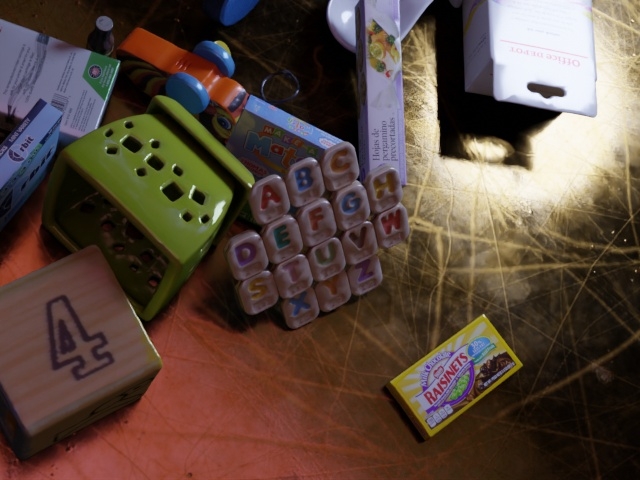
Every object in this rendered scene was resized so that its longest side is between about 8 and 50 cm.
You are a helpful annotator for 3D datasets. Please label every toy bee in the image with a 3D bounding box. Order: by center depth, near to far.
[{"bbox_3d":[-0.177,-0.211,1.719,0.195,0.162,0.298,-35,57,-20],"label":"toy bee"}]

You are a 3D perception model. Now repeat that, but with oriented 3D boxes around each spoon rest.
[{"bbox_3d":[0.134,-0.403,1.913,0.276,0.084,0.137,-26,79,-25],"label":"spoon rest"}]

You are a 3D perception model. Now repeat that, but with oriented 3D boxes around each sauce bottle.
[{"bbox_3d":[-0.336,-0.298,1.698,0.042,0.128,0.042,6,67,-14],"label":"sauce bottle"}]

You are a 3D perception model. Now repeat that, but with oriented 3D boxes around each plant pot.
[{"bbox_3d":[-0.235,-0.057,1.588,0.228,0.227,0.207,44,57,3],"label":"plant pot"}]

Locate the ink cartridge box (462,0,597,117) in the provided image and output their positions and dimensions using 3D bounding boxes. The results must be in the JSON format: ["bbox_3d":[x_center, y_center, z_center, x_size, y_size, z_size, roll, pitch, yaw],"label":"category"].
[{"bbox_3d":[0.361,-0.358,1.947,0.207,0.119,0.353,9,66,-15],"label":"ink cartridge box"}]

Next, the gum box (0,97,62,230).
[{"bbox_3d":[-0.427,-0.093,1.557,0.041,0.184,0.157,34,63,-2],"label":"gum box"}]

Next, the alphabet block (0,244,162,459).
[{"bbox_3d":[-0.350,0.151,1.484,0.197,0.192,0.193,-27,81,-25],"label":"alphabet block"}]

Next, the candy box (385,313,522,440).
[{"bbox_3d":[0.209,0.209,1.729,0.206,0.027,0.105,-33,79,-26],"label":"candy box"}]

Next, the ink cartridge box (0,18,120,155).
[{"bbox_3d":[-0.424,-0.224,1.663,0.208,0.087,0.153,19,65,-11],"label":"ink cartridge box"}]

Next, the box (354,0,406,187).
[{"bbox_3d":[0.096,-0.239,1.813,0.063,0.067,0.324,1,81,-12],"label":"box"}]

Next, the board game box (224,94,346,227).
[{"bbox_3d":[-0.072,-0.102,1.658,0.160,0.211,0.039,26,47,-6],"label":"board game box"}]

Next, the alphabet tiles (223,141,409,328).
[{"bbox_3d":[0.000,0.000,1.621,0.284,0.278,0.021,-26,40,-15],"label":"alphabet tiles"}]

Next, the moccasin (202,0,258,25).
[{"bbox_3d":[-0.121,-0.481,1.853,0.117,0.137,0.342,30,49,0],"label":"moccasin"}]
